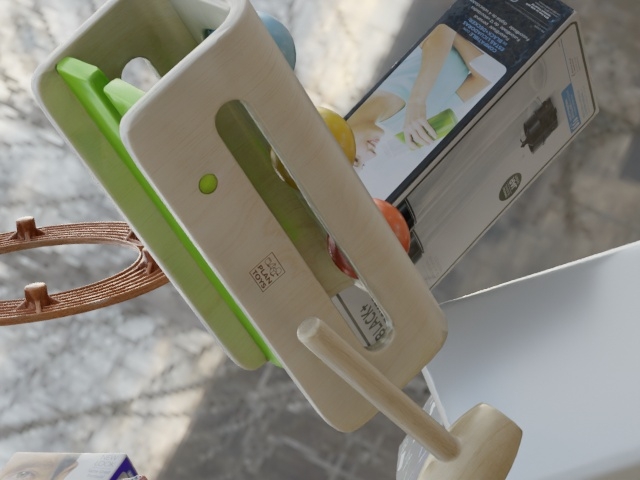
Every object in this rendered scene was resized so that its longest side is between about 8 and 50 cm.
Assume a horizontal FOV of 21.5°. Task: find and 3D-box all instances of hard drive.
[{"bbox_3d":[0.240,0.091,1.294,0.040,0.307,0.203,76,175,-46],"label":"hard drive"}]

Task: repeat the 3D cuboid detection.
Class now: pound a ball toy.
[{"bbox_3d":[0.000,0.000,0.999,0.136,0.208,0.319,-45,-54,-14],"label":"pound a ball toy"}]

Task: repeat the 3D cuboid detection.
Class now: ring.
[{"bbox_3d":[-0.293,0.022,1.718,0.336,0.336,0.032,-54,-41,-68],"label":"ring"}]

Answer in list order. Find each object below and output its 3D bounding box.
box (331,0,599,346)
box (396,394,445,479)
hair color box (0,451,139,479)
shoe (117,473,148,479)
[{"bbox_3d":[0.088,-0.061,1.344,0.290,0.087,0.169,-45,-27,-9],"label":"box"},{"bbox_3d":[0.172,0.287,1.751,0.270,0.165,0.143,-80,13,-53],"label":"box"},{"bbox_3d":[-0.351,0.388,1.911,0.339,0.185,0.110,-53,-51,-45],"label":"hair color box"},{"bbox_3d":[-0.221,0.299,1.735,0.178,0.081,0.063,-28,7,35],"label":"shoe"}]
